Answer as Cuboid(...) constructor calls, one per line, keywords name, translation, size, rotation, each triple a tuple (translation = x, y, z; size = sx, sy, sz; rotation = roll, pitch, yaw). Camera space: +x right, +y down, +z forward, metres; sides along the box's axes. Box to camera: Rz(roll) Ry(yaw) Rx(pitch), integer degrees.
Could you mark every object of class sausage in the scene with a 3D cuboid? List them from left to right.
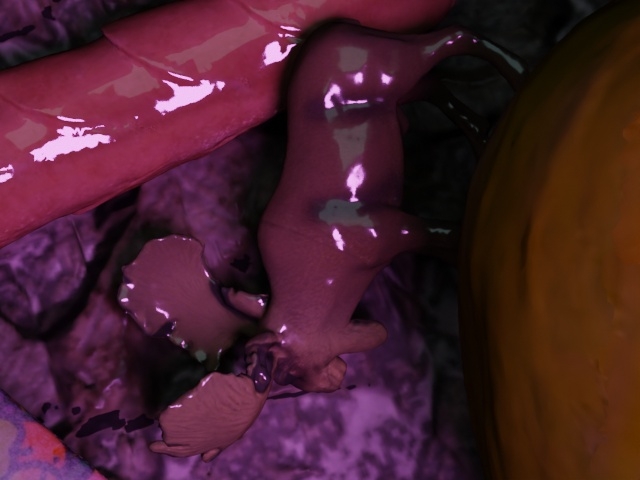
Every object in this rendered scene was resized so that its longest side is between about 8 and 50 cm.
Cuboid(name="sausage", translation=(-0.121, -0.056, 0.781), size=(0.433, 0.088, 0.088), rotation=(-25, 71, -12))

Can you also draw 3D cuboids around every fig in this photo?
Cuboid(name="fig", translation=(0.211, 0.055, 0.620), size=(0.343, 0.343, 0.343), rotation=(0, 69, 0))

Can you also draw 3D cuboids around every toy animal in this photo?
Cuboid(name="toy animal", translation=(0.000, 0.000, 0.751), size=(0.186, 0.094, 0.214), rotation=(3, 88, -12))

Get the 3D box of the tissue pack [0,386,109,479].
Cuboid(name="tissue pack", translation=(-0.175, 0.117, 0.730), size=(0.148, 0.060, 0.108), rotation=(39, 75, 14))
